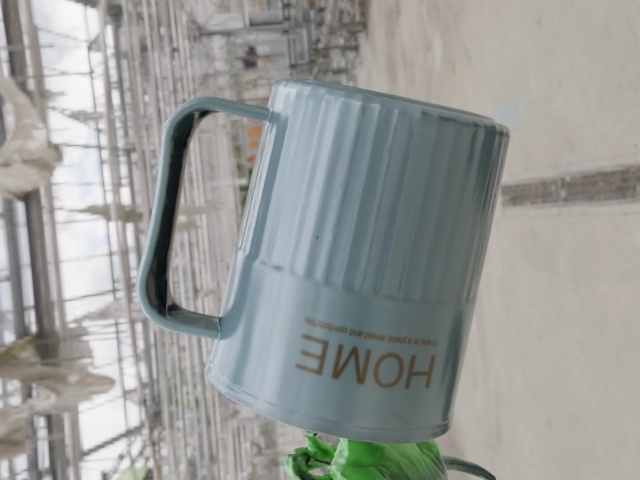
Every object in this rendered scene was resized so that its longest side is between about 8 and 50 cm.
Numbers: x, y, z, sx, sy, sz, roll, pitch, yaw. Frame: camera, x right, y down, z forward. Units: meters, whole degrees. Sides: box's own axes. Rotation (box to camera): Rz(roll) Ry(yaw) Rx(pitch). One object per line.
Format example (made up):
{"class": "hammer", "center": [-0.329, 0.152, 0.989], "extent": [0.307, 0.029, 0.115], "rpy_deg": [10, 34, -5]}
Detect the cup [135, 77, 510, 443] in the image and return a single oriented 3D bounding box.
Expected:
{"class": "cup", "center": [0.011, 0.000, 0.919], "extent": [0.256, 0.331, 0.311], "rpy_deg": [-6, -70, -65]}

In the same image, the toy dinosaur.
{"class": "toy dinosaur", "center": [0.153, 0.293, 1.092], "extent": [0.374, 0.499, 0.144], "rpy_deg": [18, 89, 58]}
